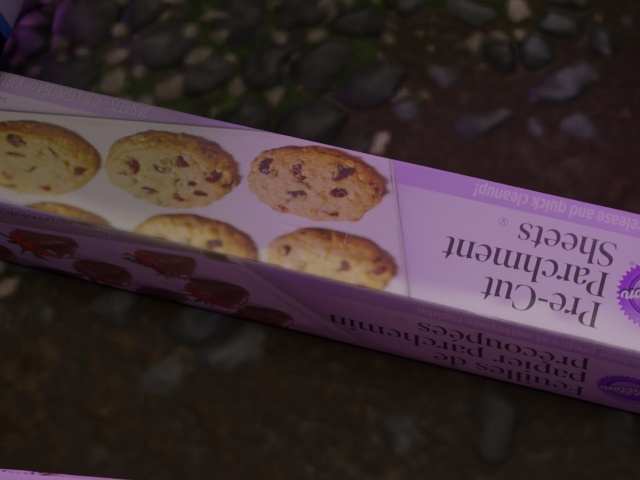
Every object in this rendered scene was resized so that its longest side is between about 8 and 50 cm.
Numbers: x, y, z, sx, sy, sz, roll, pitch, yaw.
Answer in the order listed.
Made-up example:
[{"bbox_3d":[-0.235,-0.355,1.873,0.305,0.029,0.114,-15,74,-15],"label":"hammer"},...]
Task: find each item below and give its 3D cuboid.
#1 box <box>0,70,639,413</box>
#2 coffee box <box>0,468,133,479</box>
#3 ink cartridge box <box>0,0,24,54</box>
[{"bbox_3d":[0.000,0.000,0.814,0.324,0.063,0.067,14,66,10],"label":"box"},{"bbox_3d":[0.005,0.167,0.673,0.297,0.168,0.119,4,64,5],"label":"coffee box"},{"bbox_3d":[-0.288,-0.119,0.867,0.333,0.065,0.165,8,64,22],"label":"ink cartridge box"}]
